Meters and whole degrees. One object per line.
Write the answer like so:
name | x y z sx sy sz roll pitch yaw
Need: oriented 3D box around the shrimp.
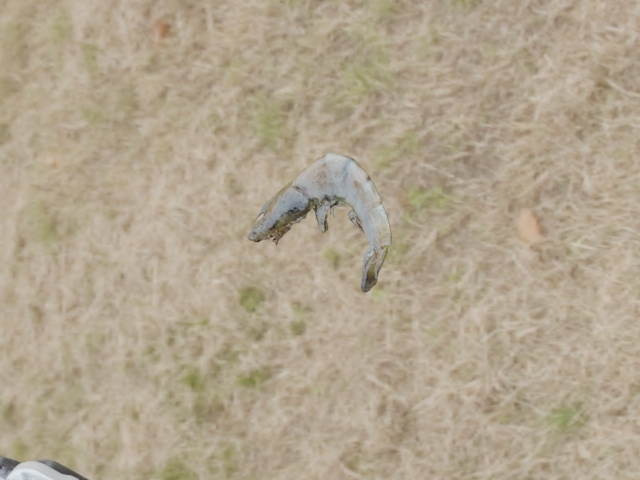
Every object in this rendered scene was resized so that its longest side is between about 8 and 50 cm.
shrimp | 0.002 -0.001 1.123 0.195 0.035 0.148 -36 86 42

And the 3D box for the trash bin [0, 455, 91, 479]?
trash bin | -0.354 0.444 1.176 0.296 0.368 0.256 29 112 3
